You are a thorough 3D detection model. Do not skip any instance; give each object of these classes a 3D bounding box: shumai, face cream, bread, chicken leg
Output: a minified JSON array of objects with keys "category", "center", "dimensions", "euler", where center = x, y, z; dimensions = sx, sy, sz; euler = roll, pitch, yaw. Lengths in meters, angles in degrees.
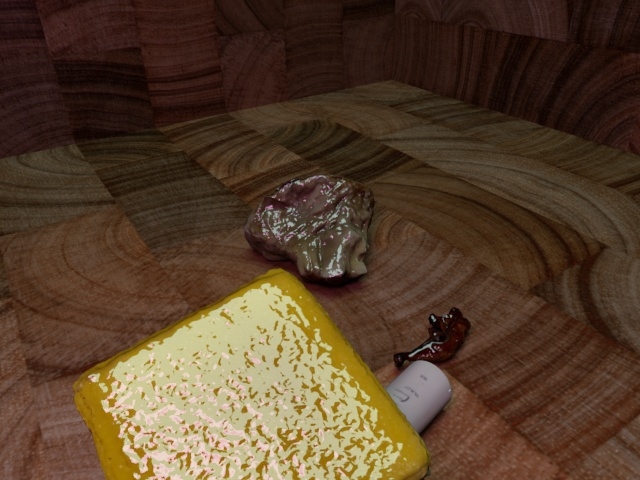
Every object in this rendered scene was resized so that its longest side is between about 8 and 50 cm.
[{"category":"shumai","center":[0.001,0.003,1.275],"dimensions":[0.345,0.217,0.283],"euler":[-21,67,-7]},{"category":"face cream","center":[0.086,0.305,0.791],"dimensions":[0.092,0.092,0.311],"euler":[25,41,36]},{"category":"bread","center":[-0.082,0.230,0.616],"dimensions":[0.323,0.143,0.333],"euler":[-26,60,-23]},{"category":"chicken leg","center":[0.229,0.197,1.004],"dimensions":[0.089,0.048,0.219],"euler":[18,36,34]}]
